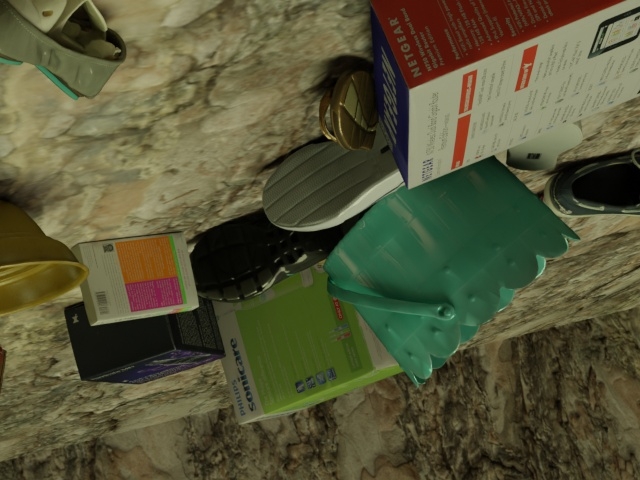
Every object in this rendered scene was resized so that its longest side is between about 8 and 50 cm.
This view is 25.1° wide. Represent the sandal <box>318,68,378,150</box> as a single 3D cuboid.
[{"bbox_3d":[0.024,-0.123,1.378,0.049,0.072,0.180,15,180,9],"label":"sandal"}]

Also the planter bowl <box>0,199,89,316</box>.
[{"bbox_3d":[-0.346,0.016,1.426,0.217,0.090,0.217,-15,169,-3],"label":"planter bowl"}]

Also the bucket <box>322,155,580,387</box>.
[{"bbox_3d":[0.147,0.020,1.681,0.281,0.183,0.281,-41,172,-7],"label":"bucket"}]

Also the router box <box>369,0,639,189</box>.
[{"bbox_3d":[0.198,-0.172,1.241,0.301,0.082,0.335,-22,169,-2],"label":"router box"}]

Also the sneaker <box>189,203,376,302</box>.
[{"bbox_3d":[-0.042,0.010,1.790,0.267,0.101,0.106,-21,170,24],"label":"sneaker"}]

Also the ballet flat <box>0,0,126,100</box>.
[{"bbox_3d":[-0.193,-0.150,0.969,0.068,0.072,0.213,-46,165,5],"label":"ballet flat"}]

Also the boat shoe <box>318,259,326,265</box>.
[{"bbox_3d":[0.000,0.000,1.944,0.045,0.050,0.135,11,162,-9],"label":"boat shoe"}]

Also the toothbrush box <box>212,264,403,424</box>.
[{"bbox_3d":[-0.017,0.132,2.125,0.283,0.206,0.122,-26,165,37],"label":"toothbrush box"}]

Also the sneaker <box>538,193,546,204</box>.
[{"bbox_3d":[0.382,-0.064,2.156,0.118,0.042,0.067,-11,171,-14],"label":"sneaker"}]

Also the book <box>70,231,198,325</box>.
[{"bbox_3d":[-0.220,0.045,1.717,0.144,0.096,0.035,-6,165,-40],"label":"book"}]

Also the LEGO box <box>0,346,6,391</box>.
[{"bbox_3d":[-0.593,0.219,1.463,0.372,0.193,0.500,18,151,-26],"label":"LEGO box"}]

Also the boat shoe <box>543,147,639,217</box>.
[{"bbox_3d":[0.446,-0.082,2.047,0.254,0.095,0.079,-3,176,-18],"label":"boat shoe"}]

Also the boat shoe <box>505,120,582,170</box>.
[{"bbox_3d":[0.241,-0.131,1.594,0.078,0.070,0.219,3,172,-1],"label":"boat shoe"}]

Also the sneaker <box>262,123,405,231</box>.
[{"bbox_3d":[0.057,-0.075,1.542,0.258,0.094,0.091,-23,165,30],"label":"sneaker"}]

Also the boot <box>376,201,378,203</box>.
[{"bbox_3d":[0.092,0.001,1.886,0.106,0.114,0.037,-19,168,12],"label":"boot"}]

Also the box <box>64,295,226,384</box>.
[{"bbox_3d":[-0.249,0.134,2.060,0.153,0.108,0.207,-19,168,15],"label":"box"}]
